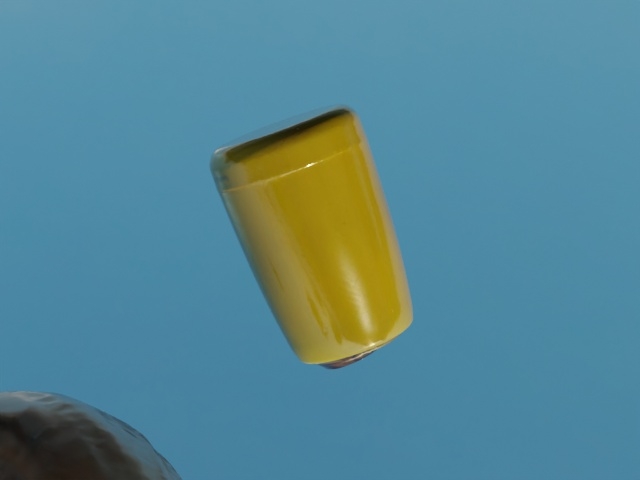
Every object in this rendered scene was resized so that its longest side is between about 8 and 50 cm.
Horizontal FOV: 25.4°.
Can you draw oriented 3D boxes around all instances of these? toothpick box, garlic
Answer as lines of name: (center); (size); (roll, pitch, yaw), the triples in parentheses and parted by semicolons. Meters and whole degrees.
toothpick box: (0.000, 0.000, 1.570); (0.175, 0.271, 0.175); (-20, -171, 3)
garlic: (-0.088, 0.101, 0.442); (0.195, 0.087, 0.101); (8, -128, 46)
